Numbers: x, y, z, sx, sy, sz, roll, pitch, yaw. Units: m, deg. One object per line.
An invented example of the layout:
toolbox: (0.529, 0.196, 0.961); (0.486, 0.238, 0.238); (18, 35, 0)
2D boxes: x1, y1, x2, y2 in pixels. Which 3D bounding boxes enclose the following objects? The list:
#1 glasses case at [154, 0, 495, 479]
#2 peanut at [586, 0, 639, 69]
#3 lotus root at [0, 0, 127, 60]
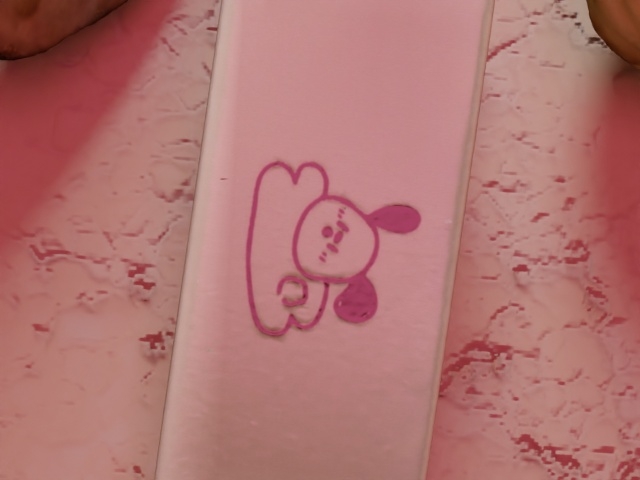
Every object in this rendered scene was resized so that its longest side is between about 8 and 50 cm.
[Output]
glasses case: (0.000, 0.000, 0.612); (0.131, 0.070, 0.313); (8, 91, -4)
peanut: (0.287, -0.162, 0.657); (0.318, 0.147, 0.148); (-21, 87, -13)
lotus root: (-0.116, -0.210, 0.597); (0.074, 0.170, 0.261); (25, 85, 30)
